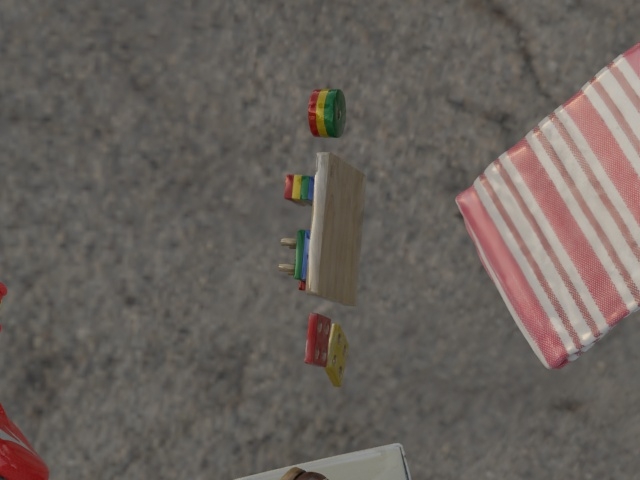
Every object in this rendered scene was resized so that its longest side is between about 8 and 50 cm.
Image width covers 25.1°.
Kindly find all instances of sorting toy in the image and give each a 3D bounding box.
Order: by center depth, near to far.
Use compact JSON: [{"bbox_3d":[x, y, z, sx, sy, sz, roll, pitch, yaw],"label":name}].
[{"bbox_3d":[0.000,0.000,1.368,0.046,0.132,0.274,2,84,18],"label":"sorting toy"}]

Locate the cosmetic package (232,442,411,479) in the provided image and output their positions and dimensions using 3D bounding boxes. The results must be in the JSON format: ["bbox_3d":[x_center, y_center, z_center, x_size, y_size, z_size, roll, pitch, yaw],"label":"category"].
[{"bbox_3d":[0.026,0.314,1.327,0.160,0.309,0.113,-12,57,1],"label":"cosmetic package"}]

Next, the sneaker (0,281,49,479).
[{"bbox_3d":[-0.287,0.083,1.124,0.118,0.107,0.279,-35,103,-9],"label":"sneaker"}]

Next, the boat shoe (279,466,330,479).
[{"bbox_3d":[-0.026,0.257,1.035,0.073,0.073,0.207,8,49,21],"label":"boat shoe"}]

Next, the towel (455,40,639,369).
[{"bbox_3d":[0.185,-0.024,0.926,0.029,0.197,0.144,3,54,-49],"label":"towel"}]
